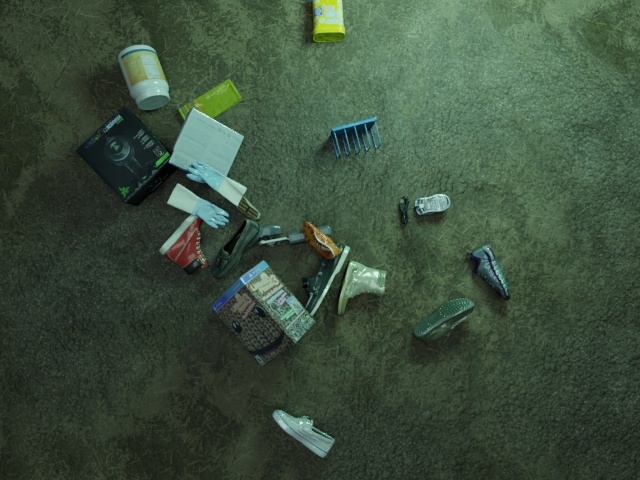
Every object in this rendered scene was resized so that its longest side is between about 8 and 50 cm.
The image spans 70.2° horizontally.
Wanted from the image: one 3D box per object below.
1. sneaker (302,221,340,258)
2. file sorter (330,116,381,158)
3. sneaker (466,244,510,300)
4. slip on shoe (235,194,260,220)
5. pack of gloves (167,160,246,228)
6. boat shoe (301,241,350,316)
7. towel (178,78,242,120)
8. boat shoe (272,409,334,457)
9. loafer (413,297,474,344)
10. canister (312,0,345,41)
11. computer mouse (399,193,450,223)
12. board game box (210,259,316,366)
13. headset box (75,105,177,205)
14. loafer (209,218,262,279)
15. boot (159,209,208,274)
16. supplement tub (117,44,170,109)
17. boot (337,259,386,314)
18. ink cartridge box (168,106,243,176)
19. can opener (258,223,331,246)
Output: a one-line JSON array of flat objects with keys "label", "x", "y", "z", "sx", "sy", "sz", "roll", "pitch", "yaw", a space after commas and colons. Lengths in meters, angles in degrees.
[{"label": "sneaker", "x": 0.000, "y": 0.000, "z": 1.674, "sx": 0.175, "sy": 0.067, "sz": 0.064, "roll": 48, "pitch": 125, "yaw": 14}, {"label": "file sorter", "x": 0.134, "y": -0.385, "z": 1.733, "sx": 0.170, "sy": 0.118, "sz": 0.105, "roll": -14, "pitch": 90, "yaw": -2}, {"label": "sneaker", "x": 0.647, "y": 0.133, "z": 1.751, "sx": 0.098, "sy": 0.083, "sz": 0.224, "roll": -24, "pitch": 85, "yaw": 21}, {"label": "slip on shoe", "x": -0.279, "y": -0.123, "z": 1.752, "sx": 0.135, "sy": 0.041, "sz": 0.051, "roll": 37, "pitch": 88, "yaw": 19}, {"label": "pack of gloves", "x": -0.409, "y": -0.167, "z": 1.673, "sx": 0.232, "sy": 0.046, "sz": 0.195, "roll": 30, "pitch": 80, "yaw": -23}, {"label": "boat shoe", "x": -0.014, "y": 0.150, "z": 1.701, "sx": 0.113, "sy": 0.127, "sz": 0.340, "roll": 29, "pitch": 85, "yaw": 1}, {"label": "towel", "x": -0.430, "y": -0.530, "z": 1.777, "sx": 0.237, "sy": 0.021, "sz": 0.102, "roll": -32, "pitch": 89, "yaw": -3}, {"label": "boat shoe", "x": -0.062, "y": 0.698, "z": 1.698, "sx": 0.258, "sy": 0.095, "sz": 0.084, "roll": 39, "pitch": 83, "yaw": -10}, {"label": "loafer", "x": 0.475, "y": 0.309, "z": 1.730, "sx": 0.251, "sy": 0.094, "sz": 0.087, "roll": -32, "pitch": 113, "yaw": 7}, {"label": "canister", "x": 0.029, "y": -0.874, "z": 1.777, "sx": 0.126, "sy": 0.073, "sz": 0.170, "roll": -3, "pitch": 86, "yaw": -1}, {"label": "computer mouse", "x": 0.404, "y": -0.131, "z": 1.765, "sx": 0.192, "sy": 0.042, "sz": 0.106, "roll": -8, "pitch": 83, "yaw": 4}, {"label": "board game box", "x": -0.206, "y": 0.263, "z": 1.627, "sx": 0.291, "sy": 0.141, "sz": 0.232, "roll": 49, "pitch": 129, "yaw": 2}, {"label": "headset box", "x": -0.704, "y": -0.301, "z": 1.706, "sx": 0.246, "sy": 0.131, "sz": 0.283, "roll": -43, "pitch": 89, "yaw": -2}, {"label": "loafer", "x": -0.332, "y": 0.025, "z": 1.700, "sx": 0.267, "sy": 0.084, "sz": 0.096, "roll": -49, "pitch": 52, "yaw": 3}, {"label": "boot", "x": -0.462, "y": 0.002, "z": 1.726, "sx": 0.176, "sy": 0.088, "sz": 0.244, "roll": 39, "pitch": 86, "yaw": -8}, {"label": "supplement tub", "x": -0.660, "y": -0.610, "z": 1.714, "sx": 0.144, "sy": 0.144, "sz": 0.200, "roll": -20, "pitch": 88, "yaw": -2}, {"label": "boot", "x": 0.156, "y": 0.196, "z": 1.727, "sx": 0.165, "sy": 0.077, "sz": 0.213, "roll": 16, "pitch": 84, "yaw": -2}, {"label": "ink cartridge box", "x": -0.428, "y": -0.342, "z": 1.703, "sx": 0.223, "sy": 0.045, "sz": 0.224, "roll": 26, "pitch": 84, "yaw": -32}, {"label": "can opener", "x": -0.103, "y": -0.033, "z": 1.732, "sx": 0.283, "sy": 0.076, "sz": 0.095, "roll": -12, "pitch": 88, "yaw": -3}]
